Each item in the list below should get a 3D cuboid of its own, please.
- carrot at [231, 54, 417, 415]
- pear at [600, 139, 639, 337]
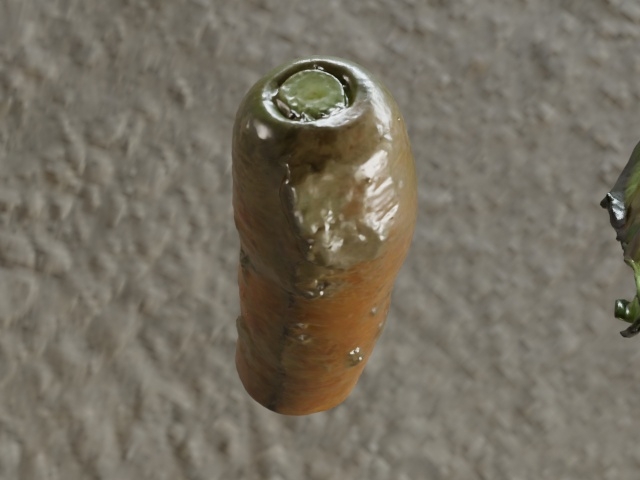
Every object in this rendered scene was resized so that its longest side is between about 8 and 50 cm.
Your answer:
[{"bbox_3d":[0.000,0.000,1.379,0.139,0.302,0.138,2,53,-3],"label":"carrot"},{"bbox_3d":[0.249,0.052,0.819,0.164,0.238,0.255,-34,99,13],"label":"pear"}]
